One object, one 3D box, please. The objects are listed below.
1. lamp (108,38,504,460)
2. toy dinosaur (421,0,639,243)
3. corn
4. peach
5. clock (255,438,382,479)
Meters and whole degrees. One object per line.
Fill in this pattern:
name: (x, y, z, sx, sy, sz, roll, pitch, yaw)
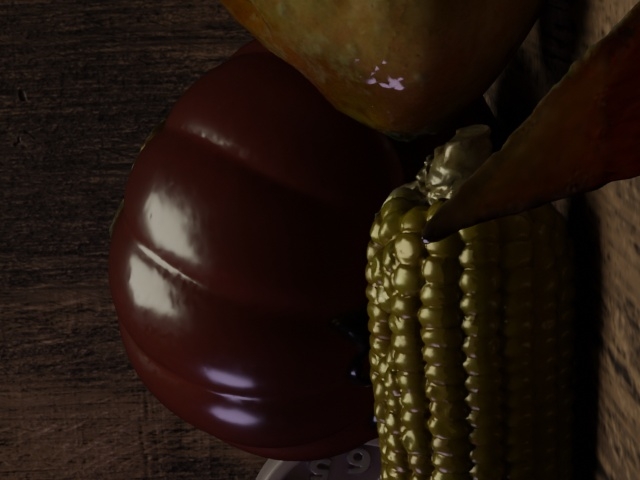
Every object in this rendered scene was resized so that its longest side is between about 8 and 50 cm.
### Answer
lamp: (0.000, 0.000, 1.028, 0.303, 0.257, 0.303, -41, -34, -36)
toy dinosaur: (0.097, -0.109, 0.393, 0.327, 0.113, 0.207, 144, 124, -85)
corn: (0.086, 0.096, 0.849, 0.119, 0.119, 0.322, -99, 5, -71)
peach: (0.032, -0.172, 0.854, 0.214, 0.214, 0.235, 101, 160, -81)
clock: (0.030, 0.267, 1.423, 0.068, 0.197, 0.197, -141, 49, -86)
